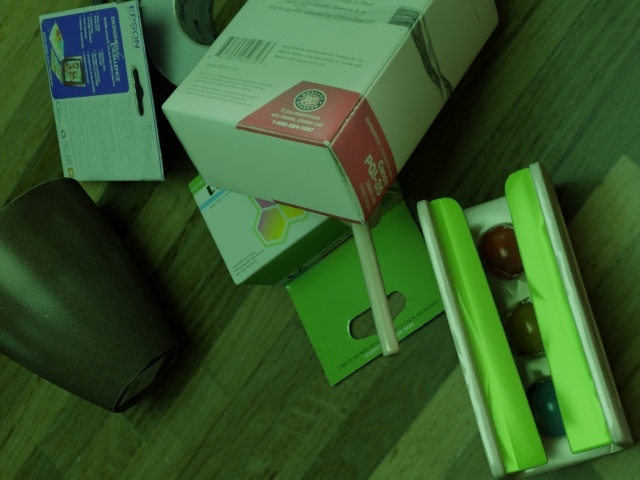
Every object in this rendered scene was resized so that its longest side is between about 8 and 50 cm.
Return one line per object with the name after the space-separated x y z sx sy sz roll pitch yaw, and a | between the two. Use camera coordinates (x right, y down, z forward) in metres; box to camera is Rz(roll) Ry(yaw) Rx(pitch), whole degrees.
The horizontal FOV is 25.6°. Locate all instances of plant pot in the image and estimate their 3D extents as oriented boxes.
-0.279 0.083 1.622 0.230 0.215 0.215 43 111 12 | plant pot

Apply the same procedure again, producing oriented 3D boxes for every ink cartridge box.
-0.242 -0.170 1.636 0.208 0.045 0.206 3 103 48 | ink cartridge box
0.017 -0.172 1.368 0.207 0.117 0.283 15 57 35 | ink cartridge box
0.000 0.000 1.489 0.189 0.097 0.255 -37 68 26 | ink cartridge box

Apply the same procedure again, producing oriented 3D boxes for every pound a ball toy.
0.152 0.070 1.349 0.208 0.136 0.319 -19 74 13 | pound a ball toy

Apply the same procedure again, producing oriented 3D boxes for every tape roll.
-0.100 -0.268 1.585 0.219 0.072 0.219 -1 87 33 | tape roll

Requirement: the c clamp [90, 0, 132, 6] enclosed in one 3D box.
-0.253 -0.317 1.691 0.137 0.022 0.161 -50 54 57 | c clamp
